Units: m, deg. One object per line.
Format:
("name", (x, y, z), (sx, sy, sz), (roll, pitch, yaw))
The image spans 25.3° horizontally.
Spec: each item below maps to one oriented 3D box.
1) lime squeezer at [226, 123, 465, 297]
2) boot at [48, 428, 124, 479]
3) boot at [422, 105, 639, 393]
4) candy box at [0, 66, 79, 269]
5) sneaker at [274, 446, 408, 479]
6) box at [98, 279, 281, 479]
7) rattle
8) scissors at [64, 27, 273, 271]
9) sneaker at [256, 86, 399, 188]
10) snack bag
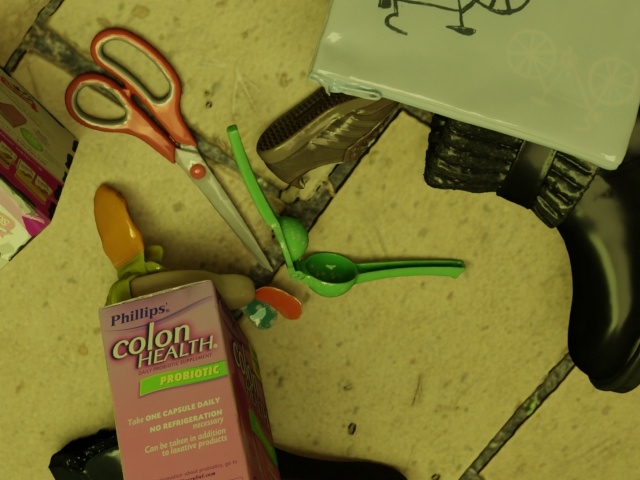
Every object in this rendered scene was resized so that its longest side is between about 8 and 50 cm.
("lime squeezer", (0.000, 0.000, 1.443), (0.310, 0.058, 0.110), (31, 129, -28))
("boot", (-0.237, 0.318, 1.564), (0.246, 0.094, 0.207), (-28, 94, 32))
("boot", (0.224, -0.029, 1.413), (0.260, 0.131, 0.347), (7, 97, -12))
("candy box", (-0.313, -0.088, 1.313), (0.071, 0.233, 0.159), (-41, 108, 13))
("sneaker", (-0.045, 0.306, 1.566), (0.270, 0.090, 0.145), (12, 109, -10))
("box", (-0.116, 0.197, 1.394), (0.117, 0.243, 0.213), (-15, 154, 3))
("rattle", (-0.128, 0.022, 1.479), (0.200, 0.142, 0.130), (-6, 146, -17))
("scissors", (-0.127, -0.090, 1.436), (0.297, 0.021, 0.109), (40, 103, -15))
("sneaker", (0.029, -0.121, 1.420), (0.188, 0.066, 0.071), (-29, 128, 14))
("snack bag", (0.180, -0.258, 1.311), (0.323, 0.037, 0.342), (15, 86, -11))
